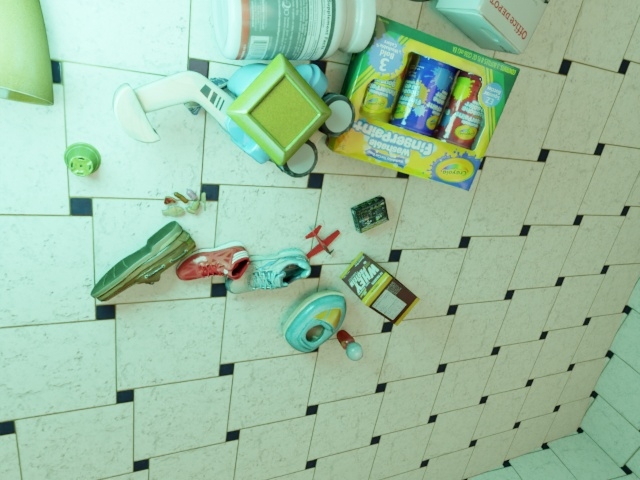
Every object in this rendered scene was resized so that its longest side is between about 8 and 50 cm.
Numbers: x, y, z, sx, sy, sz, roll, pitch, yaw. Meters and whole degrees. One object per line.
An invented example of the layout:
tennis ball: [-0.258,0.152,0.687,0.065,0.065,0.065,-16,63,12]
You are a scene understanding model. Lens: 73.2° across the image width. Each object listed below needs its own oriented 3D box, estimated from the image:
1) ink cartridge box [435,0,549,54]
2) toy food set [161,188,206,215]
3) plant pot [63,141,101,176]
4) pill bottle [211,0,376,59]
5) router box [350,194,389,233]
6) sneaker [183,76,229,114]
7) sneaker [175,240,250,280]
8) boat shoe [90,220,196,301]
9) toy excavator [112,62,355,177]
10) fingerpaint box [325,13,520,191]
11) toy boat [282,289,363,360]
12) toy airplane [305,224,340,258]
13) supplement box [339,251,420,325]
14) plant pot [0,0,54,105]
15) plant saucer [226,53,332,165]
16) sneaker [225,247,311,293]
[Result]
ink cartridge box: [0.547,-0.789,1.235,0.286,0.166,0.394,11,108,-41]
toy food set: [-0.389,-0.110,1.225,0.122,0.019,0.077,-3,115,-16]
plant pot: [-0.584,-0.191,1.054,0.084,0.079,0.083,-10,118,-20]
pill bottle: [-0.065,-0.552,1.052,0.364,0.210,0.210,-10,117,-22]
router box: [0.172,-0.091,1.492,0.123,0.038,0.092,-24,121,-13]
sneaker: [-0.294,-0.377,1.128,0.135,0.052,0.058,-36,144,-13]
sneaker: [-0.316,0.077,1.283,0.221,0.128,0.086,-26,122,-13]
boat shoe: [-0.491,0.081,1.212,0.307,0.111,0.104,-38,123,-5]
toy excavator: [-0.206,-0.332,1.074,0.433,0.222,0.445,-49,126,1]
fingerpaint box: [0.284,-0.385,1.261,0.446,0.163,0.370,14,108,-13]
toy boat: [0.035,0.326,1.562,0.267,0.148,0.318,-48,124,2]
toy airplane: [0.000,0.000,1.459,0.151,0.028,0.151,-11,119,-20]
supplement box: [0.210,0.171,1.544,0.194,0.191,0.129,37,95,-35]
plant pot: [-0.647,-0.421,0.843,0.237,0.237,0.254,7,97,-28]
plant saucer: [-0.087,-0.297,1.003,0.188,0.045,0.188,-46,118,2]
sneaker: [-0.163,0.106,1.375,0.283,0.122,0.110,-19,121,-16]
